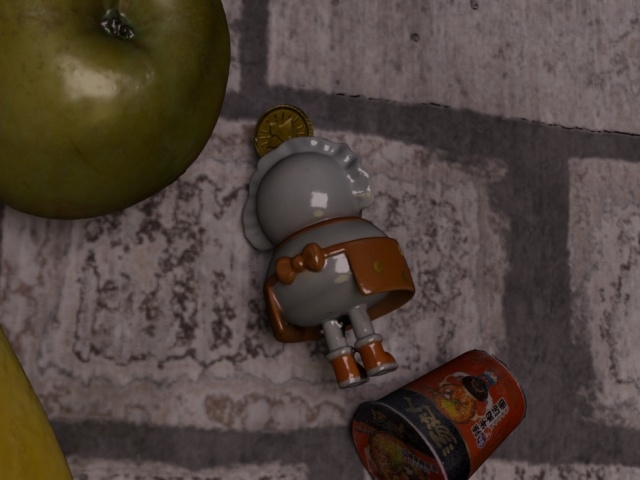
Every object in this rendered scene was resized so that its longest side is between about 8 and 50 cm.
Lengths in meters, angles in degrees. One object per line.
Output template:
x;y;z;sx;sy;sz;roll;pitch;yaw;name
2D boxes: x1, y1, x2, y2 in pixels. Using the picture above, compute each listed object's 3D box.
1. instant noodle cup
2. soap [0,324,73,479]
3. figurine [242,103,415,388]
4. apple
0.119;0.173;1.032;0.135;0.127;0.127;-30;90;-31;instant noodle cup
-0.351;0.208;0.845;0.306;0.115;0.427;-21;87;-26;soap
-0.003;0.002;1.012;0.143;0.143;0.271;-24;90;-23;figurine
-0.200;-0.146;0.935;0.260;0.194;0.261;7;69;-19;apple
